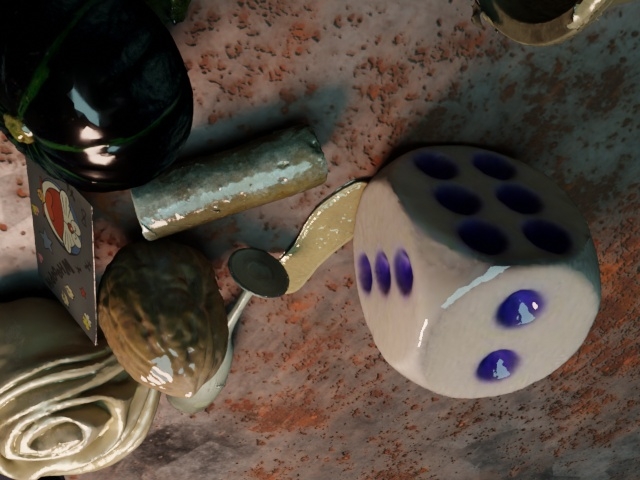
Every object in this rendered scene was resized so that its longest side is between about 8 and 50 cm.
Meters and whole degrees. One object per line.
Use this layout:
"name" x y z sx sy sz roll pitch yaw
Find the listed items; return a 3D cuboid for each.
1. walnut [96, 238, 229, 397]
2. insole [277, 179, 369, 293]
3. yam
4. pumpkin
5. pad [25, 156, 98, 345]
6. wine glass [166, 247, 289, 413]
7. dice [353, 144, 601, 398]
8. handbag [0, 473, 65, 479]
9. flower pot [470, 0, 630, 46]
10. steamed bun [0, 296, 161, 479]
"walnut" -0.211 0.106 0.941 0.178 0.230 0.178 -20 159 -8
"insole" 0.000 0.000 1.033 0.081 0.011 0.248 24 124 -27
"yam" -0.118 -0.076 0.894 0.259 0.093 0.093 -17 132 4
"pumpkin" -0.226 -0.183 0.718 0.248 0.248 0.248 -5 132 -5
"pad" -0.335 0.007 0.897 0.006 0.170 0.245 -26 144 -38
"wine glass" -0.136 0.210 1.029 0.096 0.264 0.309 11 129 -29
"dice" 0.195 0.038 0.932 0.243 0.259 0.251 -5 132 -13
"handbag" -0.649 0.431 1.239 0.303 0.122 0.329 -34 127 20
"flower pot" 0.293 -0.335 0.637 0.259 0.290 0.290 -10 133 -15
"steamed bun" -0.402 0.254 1.052 0.310 0.219 0.324 5 131 -13
